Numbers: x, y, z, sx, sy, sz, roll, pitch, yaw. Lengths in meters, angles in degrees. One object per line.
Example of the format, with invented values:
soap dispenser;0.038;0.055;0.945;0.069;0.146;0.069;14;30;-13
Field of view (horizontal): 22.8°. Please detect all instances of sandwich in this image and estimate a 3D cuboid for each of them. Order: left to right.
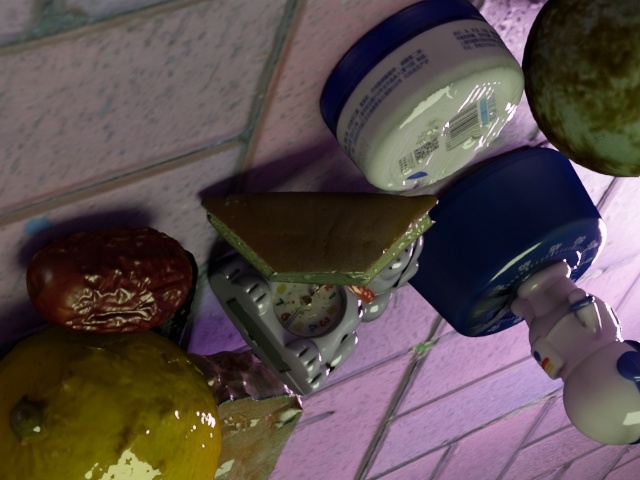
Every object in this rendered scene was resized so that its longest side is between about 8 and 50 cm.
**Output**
sandwich;0.000;0.000;1.719;0.258;0.096;0.094;1;166;-3

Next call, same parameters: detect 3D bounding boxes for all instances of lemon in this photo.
lemon;-0.238;0.207;1.723;0.284;0.260;0.260;4;136;-42

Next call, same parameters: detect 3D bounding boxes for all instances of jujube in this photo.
jujube;-0.214;0.042;1.619;0.176;0.109;0.112;-1;97;-45

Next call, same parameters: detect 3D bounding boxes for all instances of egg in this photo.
egg;0.344;-0.188;1.756;0.238;0.238;0.289;-40;176;11

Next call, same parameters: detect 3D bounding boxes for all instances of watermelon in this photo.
watermelon;-0.146;0.224;1.999;0.264;0.151;0.302;-7;140;-45

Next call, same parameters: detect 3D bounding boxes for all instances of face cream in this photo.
face cream;0.112;-0.148;1.683;0.206;0.111;0.206;-27;157;-13

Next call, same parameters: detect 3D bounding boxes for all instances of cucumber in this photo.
cucumber;-0.180;0.093;1.812;0.078;0.062;0.211;-24;154;-22

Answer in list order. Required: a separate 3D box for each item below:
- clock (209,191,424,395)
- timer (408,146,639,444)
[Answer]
clock;0.023;0.038;1.856;0.254;0.189;0.189;-37;157;-12
timer;0.311;0.100;2.060;0.270;0.383;0.270;-29;156;-14
